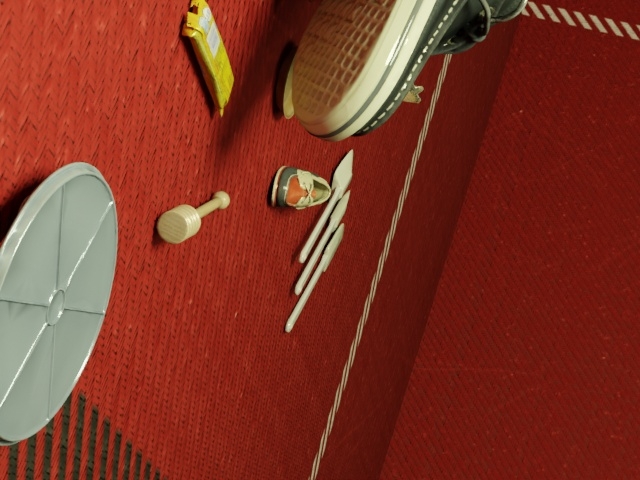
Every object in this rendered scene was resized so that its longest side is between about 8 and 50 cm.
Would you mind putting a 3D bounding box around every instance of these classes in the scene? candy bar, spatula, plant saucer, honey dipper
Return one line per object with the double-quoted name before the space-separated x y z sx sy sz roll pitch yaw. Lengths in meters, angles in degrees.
"candy bar" -0.095 -0.158 1.190 0.161 0.018 0.040 72 31 -68
"spatula" 0.000 0.000 1.839 0.242 0.019 0.168 -60 166 -50
"plant saucer" -0.032 -0.173 1.470 0.083 0.015 0.083 15 90 -78
"honey dipper" -0.110 -0.026 1.255 0.161 0.030 0.030 -39 143 -73

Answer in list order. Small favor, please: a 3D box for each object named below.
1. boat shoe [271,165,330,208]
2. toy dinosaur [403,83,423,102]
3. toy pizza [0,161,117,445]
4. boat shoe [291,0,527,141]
"boat shoe" -0.024 -0.059 1.584 0.137 0.043 0.049 -9 115 -76
"toy dinosaur" 0.076 -0.283 1.623 0.295 0.127 0.200 -62 -152 17
"toy pizza" -0.195 0.041 0.937 0.201 0.032 0.201 16 90 -77
"boat shoe" 0.122 -0.257 1.340 0.187 0.156 0.500 -27 -155 43
